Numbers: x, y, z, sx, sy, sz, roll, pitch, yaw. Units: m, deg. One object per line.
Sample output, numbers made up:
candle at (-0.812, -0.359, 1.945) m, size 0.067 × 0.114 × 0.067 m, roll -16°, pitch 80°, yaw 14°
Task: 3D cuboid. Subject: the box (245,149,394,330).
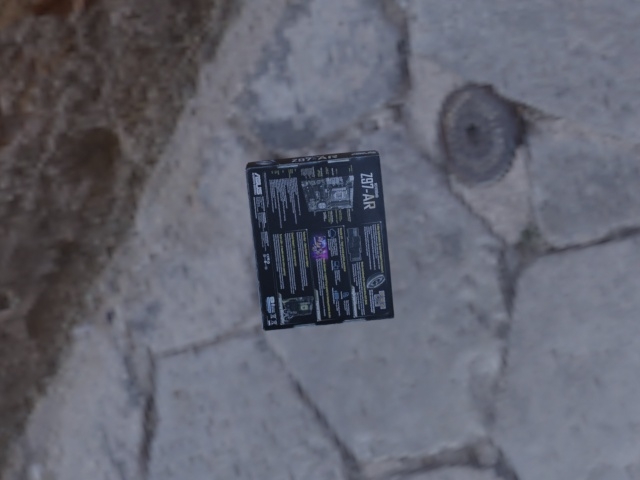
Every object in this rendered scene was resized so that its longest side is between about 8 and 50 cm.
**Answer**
box at (0.000, 0.000, 0.792) m, size 0.018 × 0.067 × 0.083 m, roll -92°, pitch -4°, yaw -78°
